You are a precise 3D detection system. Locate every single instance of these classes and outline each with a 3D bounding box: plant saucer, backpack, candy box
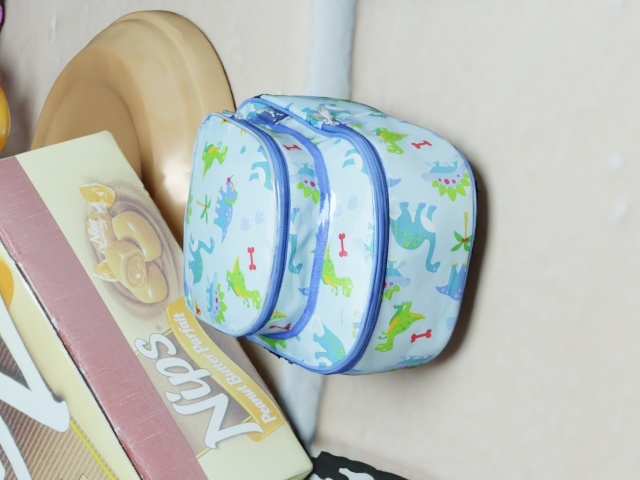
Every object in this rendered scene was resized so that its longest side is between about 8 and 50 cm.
[{"bbox_3d":[-0.102,-0.017,0.909,0.200,0.037,0.200,-11,77,57],"label":"plant saucer"},{"bbox_3d":[0.000,0.000,0.699,0.114,0.084,0.105,21,107,54],"label":"backpack"},{"bbox_3d":[-0.150,0.113,0.876,0.183,0.087,0.316,57,137,13],"label":"candy box"}]

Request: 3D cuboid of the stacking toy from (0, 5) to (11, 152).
[{"bbox_3d":[-0.255,-0.149,1.086,0.302,0.166,0.175,51,118,33],"label":"stacking toy"}]
